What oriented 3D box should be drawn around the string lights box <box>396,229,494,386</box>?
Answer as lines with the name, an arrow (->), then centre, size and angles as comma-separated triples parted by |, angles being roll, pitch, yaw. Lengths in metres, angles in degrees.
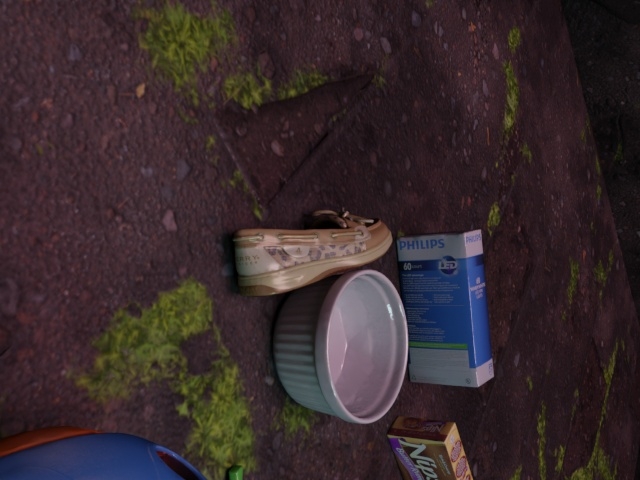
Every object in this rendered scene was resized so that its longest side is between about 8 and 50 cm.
string lights box -> 0.217, 0.116, 1.190 | 0.076, 0.133, 0.260 | -9, 95, -53

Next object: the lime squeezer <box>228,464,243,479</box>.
lime squeezer -> -0.103, 0.439, 0.808 | 0.110, 0.058, 0.311 | -68, 149, -82

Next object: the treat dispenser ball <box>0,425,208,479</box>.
treat dispenser ball -> -0.188, 0.282, 0.489 | 0.288, 0.288, 0.288 | 7, 82, -53

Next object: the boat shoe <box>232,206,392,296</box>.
boat shoe -> 0.000, 0.000, 0.928 | 0.285, 0.104, 0.089 | -20, 100, -50

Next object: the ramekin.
ramekin -> 0.026, 0.144, 0.948 | 0.207, 0.109, 0.207 | 6, 82, -53

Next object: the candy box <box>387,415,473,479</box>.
candy box -> 0.194, 0.390, 1.156 | 0.053, 0.109, 0.187 | -45, 123, -45
